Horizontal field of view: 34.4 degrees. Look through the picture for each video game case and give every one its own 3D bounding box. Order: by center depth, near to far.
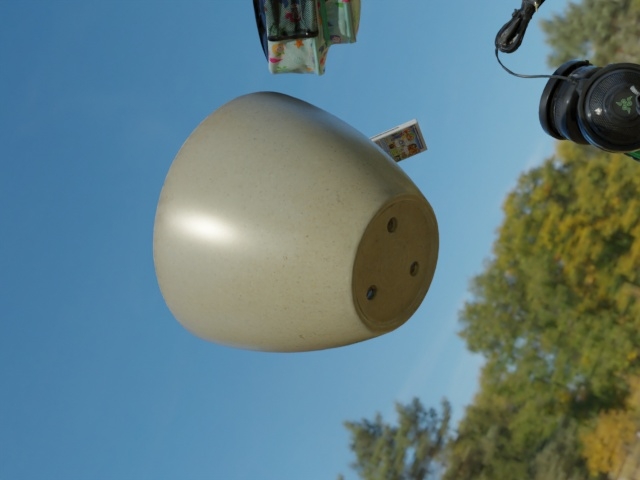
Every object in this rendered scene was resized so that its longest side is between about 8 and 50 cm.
[{"bbox_3d":[0.121,-0.162,1.808,0.122,0.011,0.087,-22,-34,6],"label":"video game case"}]

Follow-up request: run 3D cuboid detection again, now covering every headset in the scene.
[{"bbox_3d":[0.435,-0.229,1.565,0.185,0.394,0.243,-61,18,3],"label":"headset"}]

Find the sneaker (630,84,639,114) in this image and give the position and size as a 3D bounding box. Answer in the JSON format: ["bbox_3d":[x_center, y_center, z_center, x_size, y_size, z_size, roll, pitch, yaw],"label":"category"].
[{"bbox_3d":[0.359,-0.156,1.105,0.098,0.069,0.038,-87,19,-44],"label":"sneaker"}]

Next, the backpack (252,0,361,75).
[{"bbox_3d":[-0.027,-0.401,1.706,0.253,0.191,0.225,92,180,-49],"label":"backpack"}]

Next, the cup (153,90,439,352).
[{"bbox_3d":[0.000,0.000,1.248,0.331,0.237,0.331,-20,-63,-44],"label":"cup"}]
